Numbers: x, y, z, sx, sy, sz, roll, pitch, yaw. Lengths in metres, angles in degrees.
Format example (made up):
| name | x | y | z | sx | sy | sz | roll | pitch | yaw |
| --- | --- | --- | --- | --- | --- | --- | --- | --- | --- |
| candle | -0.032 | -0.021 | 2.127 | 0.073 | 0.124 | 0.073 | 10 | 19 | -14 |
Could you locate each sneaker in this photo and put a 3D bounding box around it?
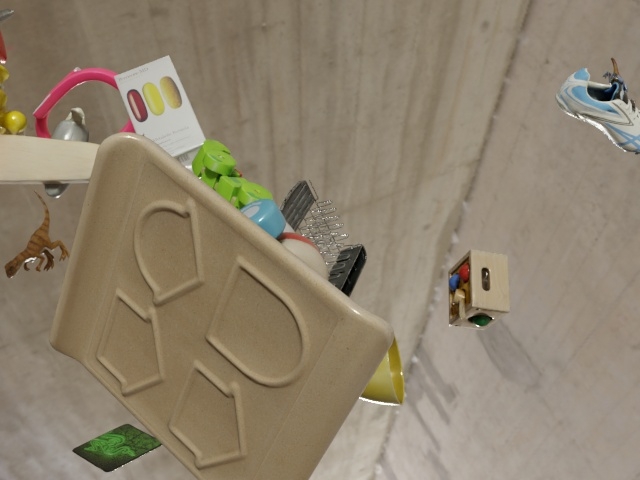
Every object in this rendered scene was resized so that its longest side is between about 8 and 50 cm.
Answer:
| name | x | y | z | sx | sy | sz | roll | pitch | yaw |
| --- | --- | --- | --- | --- | --- | --- | --- | --- | --- |
| sneaker | 0.532 | -0.226 | 1.311 | 0.086 | 0.237 | 0.085 | -51 | -158 | 44 |

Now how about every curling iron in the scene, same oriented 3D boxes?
| name | x | y | z | sx | sy | sz | roll | pitch | yaw |
| --- | --- | --- | --- | --- | --- | --- | --- | --- | --- |
| curling iron | -0.717 | -0.462 | 1.547 | 0.274 | 0.068 | 0.035 | -72 | 176 | -61 |

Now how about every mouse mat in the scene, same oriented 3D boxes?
| name | x | y | z | sx | sy | sz | roll | pitch | yaw |
| --- | --- | --- | --- | --- | --- | --- | --- | --- | --- |
| mouse mat | -0.477 | 0.484 | 1.730 | 0.189 | 0.152 | 0.007 | 4 | -72 | 47 |

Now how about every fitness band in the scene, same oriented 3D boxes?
| name | x | y | z | sx | sy | sz | roll | pitch | yaw |
| --- | --- | --- | --- | --- | --- | --- | --- | --- | --- |
| fitness band | -0.570 | -0.298 | 1.803 | 0.209 | 0.290 | 0.054 | 42 | 23 | -27 |

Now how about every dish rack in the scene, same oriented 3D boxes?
| name | x | y | z | sx | sy | sz | roll | pitch | yaw |
| --- | --- | --- | --- | --- | --- | --- | --- | --- | --- |
| dish rack | 0.000 | 0.000 | 1.685 | 0.272 | 0.074 | 0.208 | 62 | 33 | -27 |

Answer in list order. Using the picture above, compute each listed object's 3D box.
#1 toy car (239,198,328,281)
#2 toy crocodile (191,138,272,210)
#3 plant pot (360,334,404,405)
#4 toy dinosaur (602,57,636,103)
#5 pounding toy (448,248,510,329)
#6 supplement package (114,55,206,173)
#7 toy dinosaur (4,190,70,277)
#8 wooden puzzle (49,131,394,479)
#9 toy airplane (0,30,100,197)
| name | x | y | z | sx | sy | sz | roll | pitch | yaw |
| --- | --- | --- | --- | --- | --- | --- | --- | --- | --- |
| toy car | -0.103 | 0.040 | 1.098 | 0.219 | 0.210 | 0.238 | 58 | 4 | -26 |
| toy crocodile | -0.163 | -0.084 | 1.449 | 0.340 | 0.105 | 0.115 | 46 | -59 | 37 |
| plant pot | 0.086 | 0.226 | 1.286 | 0.134 | 0.095 | 0.134 | -11 | 90 | -76 |
| toy dinosaur | 0.618 | -0.316 | 1.503 | 0.082 | 0.090 | 0.047 | 28 | -9 | -28 |
| pounding toy | 0.272 | 0.098 | 1.315 | 0.130 | 0.100 | 0.141 | 118 | -21 | -63 |
| supplement package | -0.347 | -0.263 | 1.652 | 0.134 | 0.139 | 0.244 | 85 | -20 | -71 |
| toy dinosaur | -0.576 | -0.002 | 1.526 | 0.112 | 0.064 | 0.212 | 55 | 32 | -37 |
| wooden puzzle | -0.118 | 0.097 | 0.787 | 0.347 | 0.080 | 0.322 | 35 | -57 | 15 |
| toy airplane | -0.596 | -0.162 | 1.265 | 0.386 | 0.384 | 0.272 | 49 | 9 | -2 |
